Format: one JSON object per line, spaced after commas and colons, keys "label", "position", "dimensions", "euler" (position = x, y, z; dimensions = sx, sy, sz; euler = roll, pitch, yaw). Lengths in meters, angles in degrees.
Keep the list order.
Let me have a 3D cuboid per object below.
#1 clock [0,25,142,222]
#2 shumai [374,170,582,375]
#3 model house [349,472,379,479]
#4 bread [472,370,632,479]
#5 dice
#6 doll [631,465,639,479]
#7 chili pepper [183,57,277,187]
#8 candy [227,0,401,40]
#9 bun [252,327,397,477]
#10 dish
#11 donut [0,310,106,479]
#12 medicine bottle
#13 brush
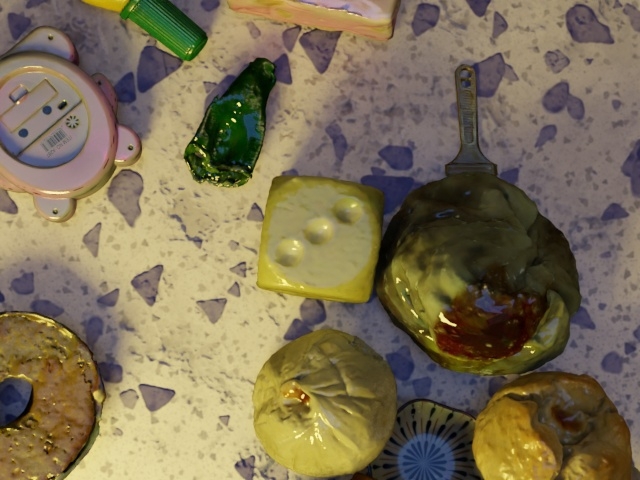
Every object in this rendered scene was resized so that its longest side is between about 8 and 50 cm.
{"label": "clock", "position": [-0.405, -0.168, 1.814], "dimensions": [0.227, 0.090, 0.248], "euler": [-41, 89, -4]}
{"label": "shumai", "position": [0.235, 0.047, 1.722], "dimensions": [0.309, 0.263, 0.304], "euler": [5, 90, 0]}
{"label": "model house", "position": [0.029, 0.438, 1.718], "dimensions": [0.219, 0.199, 0.229], "euler": [26, 83, -9]}
{"label": "bread", "position": [0.338, 0.291, 1.726], "dimensions": [0.244, 0.134, 0.244], "euler": [10, 54, -14]}
{"label": "dice", "position": [0.000, 0.000, 1.767], "dimensions": [0.169, 0.169, 0.166], "euler": [8, 85, -1]}
{"label": "doll", "position": [0.538, 0.426, 1.780], "dimensions": [0.275, 0.113, 0.155], "euler": [29, 76, 8]}
{"label": "chili pepper", "position": [-0.122, -0.176, 1.837], "dimensions": [0.108, 0.062, 0.216], "euler": [28, 84, -5]}
{"label": "candy", "position": [-0.003, -0.403, 1.832], "dimensions": [0.265, 0.116, 0.156], "euler": [11, 85, -1]}
{"label": "bun", "position": [-0.005, 0.228, 1.745], "dimensions": [0.220, 0.134, 0.220], "euler": [-6, 74, 21]}
{"label": "dish", "position": [0.155, 0.327, 1.795], "dimensions": [0.190, 0.066, 0.191], "euler": [0, 82, -1]}
{"label": "donut", "position": [-0.441, 0.237, 1.772], "dimensions": [0.272, 0.107, 0.272], "euler": [1, 83, -7]}
{"label": "medicine bottle", "position": [-0.301, -0.383, 1.841], "dimensions": [0.309, 0.076, 0.111], "euler": [39, 91, 3]}
{"label": "brush", "position": [0.228, -0.163, 1.869], "dimensions": [0.082, 0.010, 0.218], "euler": [-2, 85, -2]}
